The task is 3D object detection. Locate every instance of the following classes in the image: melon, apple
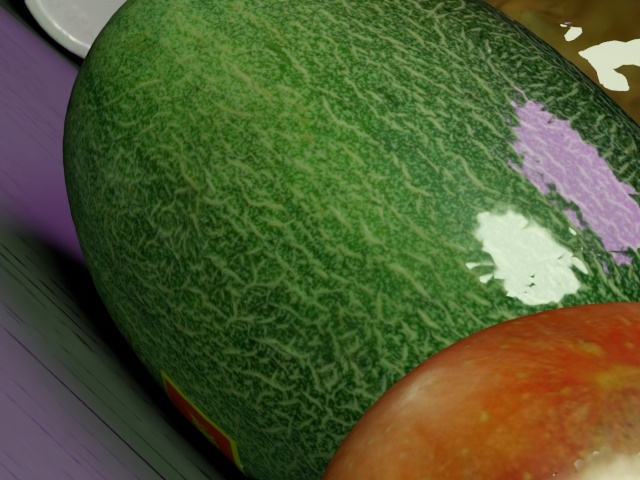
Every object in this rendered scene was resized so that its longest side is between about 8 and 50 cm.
[{"bbox_3d":[0.029,0.009,0.565,0.288,0.182,0.182,43,7,31],"label":"melon"},{"bbox_3d":[0.074,0.092,0.399,0.163,0.163,0.139,41,-5,-6],"label":"apple"}]

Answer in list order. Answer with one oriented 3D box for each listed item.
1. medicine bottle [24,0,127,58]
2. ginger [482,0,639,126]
[{"bbox_3d":[-0.131,-0.207,1.152,0.152,0.152,0.254,40,7,-13],"label":"medicine bottle"},{"bbox_3d":[0.148,-0.052,0.755,0.269,0.200,0.223,23,-24,2],"label":"ginger"}]
